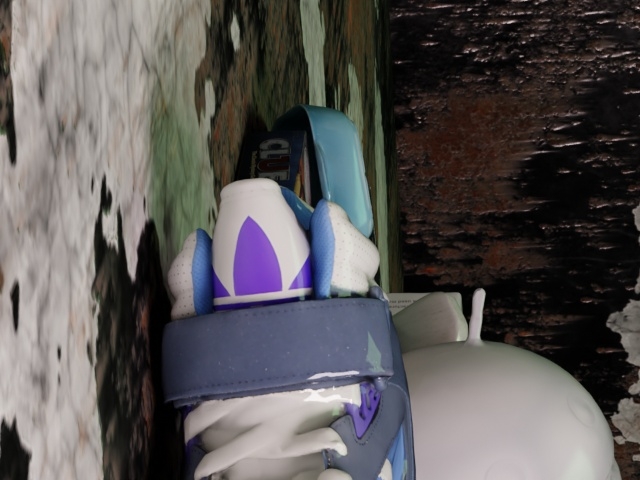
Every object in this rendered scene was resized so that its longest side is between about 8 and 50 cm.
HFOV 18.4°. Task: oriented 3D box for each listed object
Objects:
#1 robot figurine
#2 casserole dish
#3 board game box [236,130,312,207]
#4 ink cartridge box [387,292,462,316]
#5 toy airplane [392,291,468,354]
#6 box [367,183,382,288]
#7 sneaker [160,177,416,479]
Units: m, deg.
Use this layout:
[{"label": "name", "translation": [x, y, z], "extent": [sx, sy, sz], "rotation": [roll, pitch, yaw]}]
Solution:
[{"label": "robot figurine", "translation": [0.106, 0.215, 1.291], "extent": [0.300, 0.199, 0.353], "rotation": [-47, 129, -51]}, {"label": "casserole dish", "translation": [0.001, -0.037, 1.384], "extent": [0.188, 0.037, 0.114], "rotation": [159, -79, -78]}, {"label": "board game box", "translation": [-0.031, 0.056, 1.236], "extent": [0.243, 0.042, 0.165], "rotation": [-83, 170, -61]}, {"label": "ink cartridge box", "translation": [0.102, 0.244, 2.214], "extent": [0.223, 0.129, 0.307], "rotation": [83, 7, -48]}, {"label": "toy airplane", "translation": [0.123, 0.226, 1.610], "extent": [0.384, 0.272, 0.386], "rotation": [64, 30, -27]}, {"label": "box", "translation": [0.029, 0.078, 1.869], "extent": [0.220, 0.051, 0.175], "rotation": [81, 9, -57]}, {"label": "sneaker", "translation": [-0.029, 0.098, 0.888], "extent": [0.323, 0.130, 0.236], "rotation": [-66, 144, -68]}]
